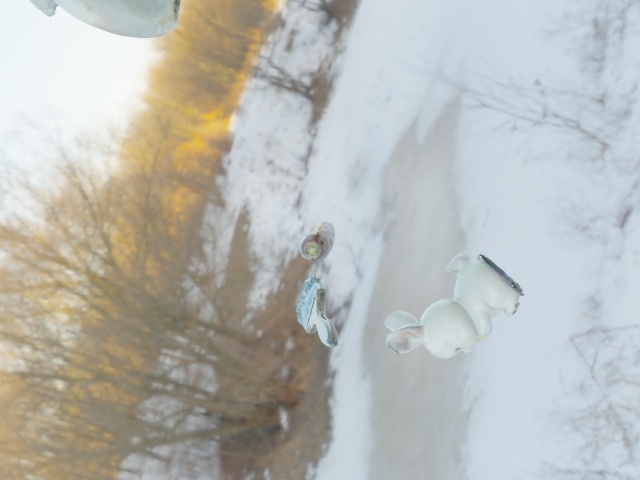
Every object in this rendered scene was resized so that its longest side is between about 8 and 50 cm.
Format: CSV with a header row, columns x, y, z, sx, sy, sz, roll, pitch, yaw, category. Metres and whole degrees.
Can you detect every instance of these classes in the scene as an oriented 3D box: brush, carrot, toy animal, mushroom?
x,y,z,sx,sy,sz,roll,pitch,yaw,category
-0.003,0.097,1.251,0.196,0.021,0.070,-124,49,-73,brush
0.000,0.000,1.028,0.093,0.032,0.032,-54,-16,-75,carrot
0.130,0.073,0.951,0.124,0.085,0.071,-47,6,5,toy animal
-0.230,-0.249,0.778,0.099,0.278,0.096,-43,22,53,mushroom
